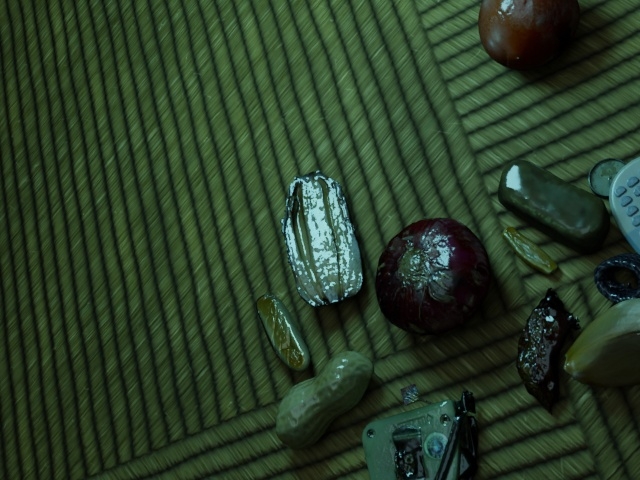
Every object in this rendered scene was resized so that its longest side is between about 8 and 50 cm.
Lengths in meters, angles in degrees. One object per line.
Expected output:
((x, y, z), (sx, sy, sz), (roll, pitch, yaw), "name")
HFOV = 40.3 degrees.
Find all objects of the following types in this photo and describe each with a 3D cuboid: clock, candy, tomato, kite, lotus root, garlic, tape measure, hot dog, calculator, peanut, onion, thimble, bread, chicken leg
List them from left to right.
((-0.082, 0.209, 1.945), (0.073, 0.053, 0.214), (-37, 58, 8), "bread")
((0.000, -0.001, 1.962), (0.167, 0.078, 0.329), (-9, 66, 1), "lotus root")
((0.003, 0.327, 1.827), (0.256, 0.123, 0.123), (-46, 59, 5), "peanut")
((0.199, 0.316, 1.790), (0.078, 0.002, 0.044), (-5, 71, 28), "kite")
((0.208, 0.422, 1.688), (0.235, 0.115, 0.207), (-21, 63, 20), "tape measure")
((0.227, 0.078, 1.748), (0.246, 0.190, 0.246), (-26, 47, 31), "onion")
((0.418, 0.023, 1.756), (0.044, 0.028, 0.137), (-37, 60, -17), "hot dog")
((0.432, -0.452, 1.802), (0.208, 0.208, 0.184), (-25, 68, 19), "tomato")
((0.431, 0.207, 1.671), (0.105, 0.063, 0.233), (14, 83, 35), "chicken leg")
((0.459, -0.068, 1.722), (0.234, 0.104, 0.102), (34, 86, 31), "candy")
((0.574, -0.123, 1.728), (0.085, 0.017, 0.085), (-9, 70, 25), "clock")
((0.569, 0.071, 1.622), (0.104, 0.066, 0.095), (45, 126, 31), "thimble")
((0.544, 0.181, 1.538), (0.145, 0.164, 0.245), (64, 150, 18), "garlic")
((0.670, -0.033, 1.627), (0.188, 0.042, 0.302), (-38, 65, 11), "calculator")
